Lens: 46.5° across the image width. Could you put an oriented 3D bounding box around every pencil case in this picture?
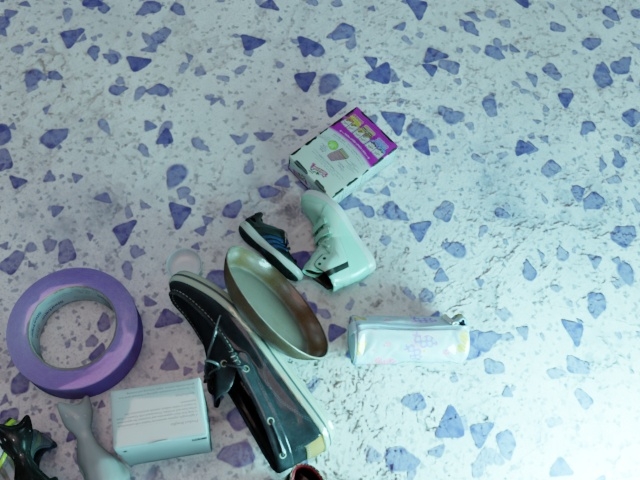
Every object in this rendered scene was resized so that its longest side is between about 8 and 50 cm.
[{"bbox_3d":[0.194,0.219,1.657,0.272,0.124,0.114,-1,66,-4],"label":"pencil case"}]

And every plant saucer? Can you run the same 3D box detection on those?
[{"bbox_3d":[-0.103,0.143,1.599,0.050,0.310,0.311,-43,73,12],"label":"plant saucer"}]

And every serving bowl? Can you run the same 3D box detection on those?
[{"bbox_3d":[-0.318,0.060,1.741,0.083,0.027,0.083,2,65,-4],"label":"serving bowl"}]

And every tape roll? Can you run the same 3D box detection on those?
[{"bbox_3d":[-0.532,0.201,1.627,0.274,0.090,0.275,2,66,-4],"label":"tape roll"}]

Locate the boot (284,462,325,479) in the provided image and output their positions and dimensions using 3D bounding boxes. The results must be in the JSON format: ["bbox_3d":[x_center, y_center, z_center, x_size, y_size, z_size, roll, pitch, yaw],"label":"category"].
[{"bbox_3d":[-0.002,0.543,1.436,0.085,0.179,0.237,-24,69,-15],"label":"boot"}]

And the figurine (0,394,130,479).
[{"bbox_3d":[-0.515,0.426,1.478,0.214,0.092,0.210,-14,69,-45],"label":"figurine"}]

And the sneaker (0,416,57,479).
[{"bbox_3d":[-0.620,0.508,1.471,0.121,0.111,0.300,14,67,-3],"label":"sneaker"}]

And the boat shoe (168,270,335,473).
[{"bbox_3d":[-0.178,0.271,1.574,0.156,0.187,0.500,-35,78,-24],"label":"boat shoe"}]

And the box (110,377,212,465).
[{"bbox_3d":[-0.319,0.371,1.514,0.180,0.182,0.119,-7,64,-8],"label":"box"}]

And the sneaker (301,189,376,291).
[{"bbox_3d":[0.000,0.000,1.747,0.151,0.094,0.256,-29,73,-29],"label":"sneaker"}]

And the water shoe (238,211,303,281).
[{"bbox_3d":[-0.102,0.009,1.758,0.203,0.073,0.080,42,67,13],"label":"water shoe"}]

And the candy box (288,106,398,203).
[{"bbox_3d":[0.056,-0.207,1.870,0.233,0.071,0.159,-37,74,-20],"label":"candy box"}]
